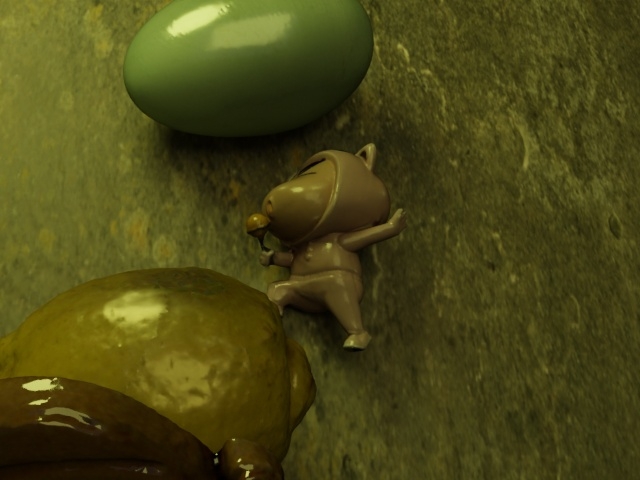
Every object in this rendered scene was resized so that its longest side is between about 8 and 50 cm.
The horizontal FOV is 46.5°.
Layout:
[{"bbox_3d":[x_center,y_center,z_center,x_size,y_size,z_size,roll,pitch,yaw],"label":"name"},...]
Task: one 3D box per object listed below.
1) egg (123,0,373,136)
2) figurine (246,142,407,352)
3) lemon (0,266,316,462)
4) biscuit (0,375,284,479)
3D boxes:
[{"bbox_3d":[-0.098,-0.264,1.068,0.371,0.230,0.230,-17,68,-20],"label":"egg"},{"bbox_3d":[0.000,0.000,0.994,0.186,0.176,0.287,23,70,-33],"label":"figurine"},{"bbox_3d":[-0.176,0.163,0.790,0.316,0.285,0.285,-31,72,2],"label":"lemon"},{"bbox_3d":[-0.187,0.254,0.651,0.394,0.350,0.070,51,28,-36],"label":"biscuit"}]
